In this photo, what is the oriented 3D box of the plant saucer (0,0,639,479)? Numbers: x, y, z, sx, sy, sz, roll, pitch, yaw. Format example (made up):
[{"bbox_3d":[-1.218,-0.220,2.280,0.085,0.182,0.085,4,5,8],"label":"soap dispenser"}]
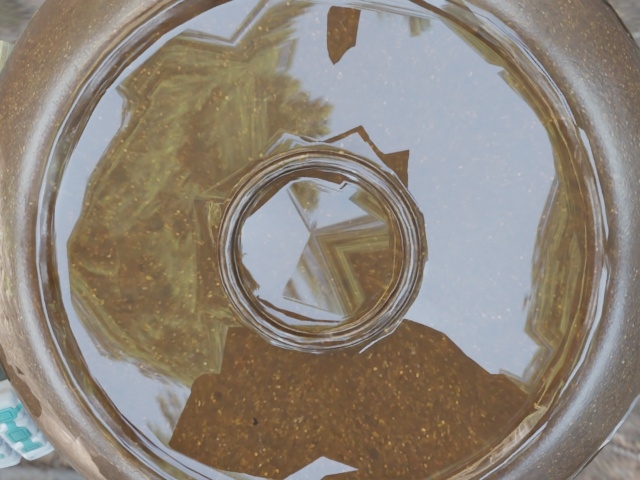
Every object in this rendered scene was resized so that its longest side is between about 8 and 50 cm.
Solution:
[{"bbox_3d":[0.000,0.000,0.408,0.168,0.029,0.168,1,99,4],"label":"plant saucer"}]

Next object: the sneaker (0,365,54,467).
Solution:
[{"bbox_3d":[-0.110,0.040,0.762,0.166,0.065,0.076,-22,62,-13],"label":"sneaker"}]

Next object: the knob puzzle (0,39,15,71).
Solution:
[{"bbox_3d":[-0.169,0.030,0.582,0.213,0.030,0.213,-11,71,35],"label":"knob puzzle"}]
